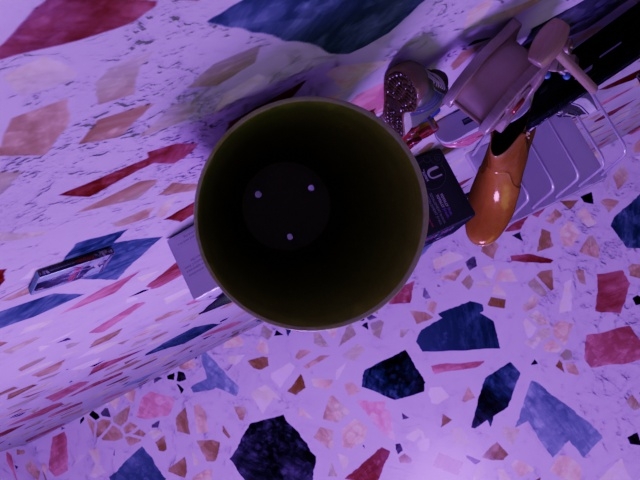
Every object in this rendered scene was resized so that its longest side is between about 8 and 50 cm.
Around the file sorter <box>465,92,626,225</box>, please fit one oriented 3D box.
[{"bbox_3d":[0.510,-0.193,1.907,0.278,0.192,0.173,-25,168,-12],"label":"file sorter"}]

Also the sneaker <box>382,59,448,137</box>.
[{"bbox_3d":[0.137,-0.211,1.163,0.086,0.064,0.192,-38,170,-9],"label":"sneaker"}]

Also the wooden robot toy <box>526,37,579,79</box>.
[{"bbox_3d":[0.345,-0.292,1.332,0.079,0.076,0.173,10,-167,33],"label":"wooden robot toy"}]

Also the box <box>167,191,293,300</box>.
[{"bbox_3d":[-0.130,0.010,1.457,0.181,0.119,0.182,-29,171,16],"label":"box"}]

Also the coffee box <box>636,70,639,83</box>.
[{"bbox_3d":[0.649,-0.340,1.347,0.297,0.119,0.168,-54,162,16],"label":"coffee box"}]

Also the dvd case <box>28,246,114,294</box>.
[{"bbox_3d":[-0.380,0.047,1.295,0.120,0.013,0.087,-22,170,-33],"label":"dvd case"}]

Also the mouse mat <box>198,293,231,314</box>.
[{"bbox_3d":[-0.120,0.081,1.490,0.153,0.007,0.190,-20,170,-35],"label":"mouse mat"}]

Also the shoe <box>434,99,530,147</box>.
[{"bbox_3d":[0.293,-0.221,1.541,0.178,0.063,0.081,-23,173,11],"label":"shoe"}]

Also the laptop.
[{"bbox_3d":[0.499,-0.287,1.456,0.234,0.137,0.264,-36,-158,45],"label":"laptop"}]

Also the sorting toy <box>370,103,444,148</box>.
[{"bbox_3d":[0.128,-0.175,1.364,0.275,0.046,0.132,-18,168,-42],"label":"sorting toy"}]

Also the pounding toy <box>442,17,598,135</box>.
[{"bbox_3d":[0.274,-0.197,1.182,0.154,0.155,0.269,-49,171,-1],"label":"pounding toy"}]

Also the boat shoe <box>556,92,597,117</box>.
[{"bbox_3d":[0.496,-0.286,1.710,0.070,0.077,0.219,-32,162,28],"label":"boat shoe"}]

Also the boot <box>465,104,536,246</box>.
[{"bbox_3d":[0.351,-0.139,1.696,0.295,0.104,0.211,-69,162,-1],"label":"boot"}]

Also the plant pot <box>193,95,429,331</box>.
[{"bbox_3d":[-0.027,-0.040,1.125,0.275,0.274,0.293,-26,-173,-5],"label":"plant pot"}]

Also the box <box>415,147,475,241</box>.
[{"bbox_3d":[0.151,-0.052,1.753,0.270,0.165,0.143,-23,170,-15],"label":"box"}]
